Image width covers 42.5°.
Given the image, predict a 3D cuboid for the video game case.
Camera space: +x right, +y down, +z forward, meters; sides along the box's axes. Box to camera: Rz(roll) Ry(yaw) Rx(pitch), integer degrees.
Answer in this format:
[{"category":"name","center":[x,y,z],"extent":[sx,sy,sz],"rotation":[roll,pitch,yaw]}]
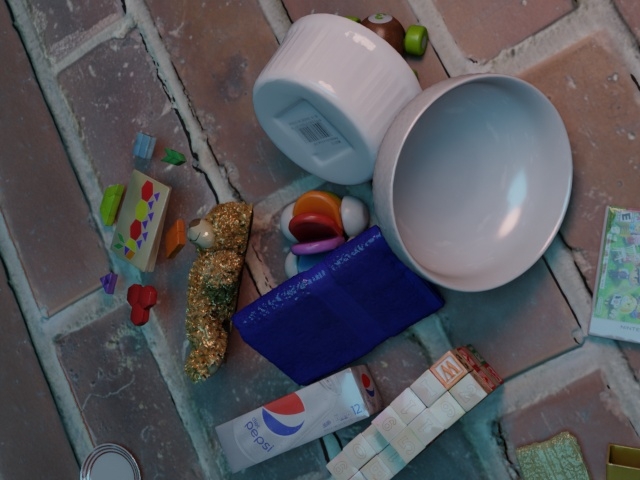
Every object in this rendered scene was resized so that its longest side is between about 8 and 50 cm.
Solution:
[{"category":"video game case","center":[0.534,0.061,1.291],"extent":[0.193,0.023,0.213],"rotation":[8,90,21]}]

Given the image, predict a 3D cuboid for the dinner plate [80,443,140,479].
[{"category":"dinner plate","center":[-0.415,0.474,1.632],"extent":[0.141,0.017,0.141],"rotation":[-1,88,21]}]

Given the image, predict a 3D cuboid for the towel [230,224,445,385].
[{"category":"towel","center":[0.030,0.110,1.396],"extent":[0.308,0.228,0.076],"rotation":[-33,38,14]}]

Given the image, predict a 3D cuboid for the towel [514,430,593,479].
[{"category":"towel","center":[0.386,0.392,1.329],"extent":[0.110,0.027,0.148],"rotation":[-25,81,19]}]

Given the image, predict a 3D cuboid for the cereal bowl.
[{"category":"cereal bowl","center":[0.223,-0.095,1.296],"extent":[0.141,0.338,0.339],"rotation":[23,98,63]}]

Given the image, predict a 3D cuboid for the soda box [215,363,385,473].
[{"category":"soda box","center":[-0.037,0.314,1.455],"extent":[0.286,0.098,0.091],"rotation":[-27,78,18]}]

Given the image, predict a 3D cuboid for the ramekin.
[{"category":"ramekin","center":[0.021,-0.219,1.349],"extent":[0.277,0.277,0.135],"rotation":[27,63,20]}]

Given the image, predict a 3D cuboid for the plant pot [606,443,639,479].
[{"category":"plant pot","center":[0.482,0.374,1.269],"extent":[0.081,0.081,0.083],"rotation":[6,101,21]}]

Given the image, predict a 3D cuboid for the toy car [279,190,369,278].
[{"category":"toy car","center":[0.000,0.000,1.435],"extent":[0.159,0.136,0.182],"rotation":[-8,85,20]}]

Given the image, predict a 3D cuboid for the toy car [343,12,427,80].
[{"category":"toy car","center":[0.078,-0.329,1.394],"extent":[0.155,0.188,0.149],"rotation":[14,92,21]}]

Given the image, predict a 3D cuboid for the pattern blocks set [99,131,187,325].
[{"category":"pattern blocks set","center":[-0.342,-0.033,1.573],"extent":[0.285,0.026,0.325],"rotation":[37,109,41]}]

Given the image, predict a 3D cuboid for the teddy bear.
[{"category":"teddy bear","center":[-0.200,0.091,1.466],"extent":[0.113,0.245,0.338],"rotation":[10,97,-4]}]

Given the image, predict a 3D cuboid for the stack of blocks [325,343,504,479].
[{"category":"stack of blocks","center":[0.150,0.302,1.346],"extent":[0.297,0.171,0.087],"rotation":[-45,74,14]}]
